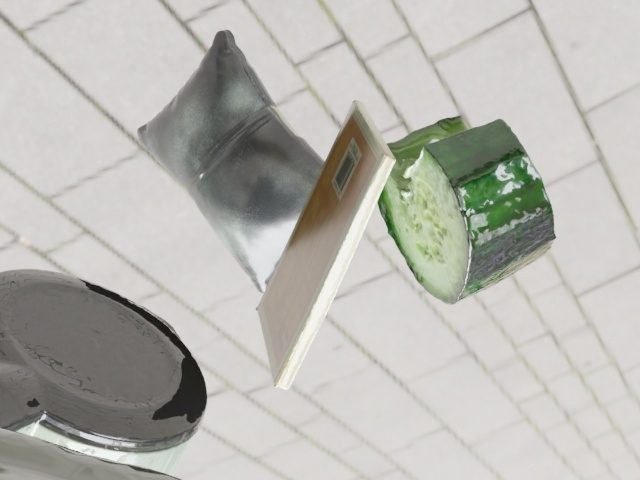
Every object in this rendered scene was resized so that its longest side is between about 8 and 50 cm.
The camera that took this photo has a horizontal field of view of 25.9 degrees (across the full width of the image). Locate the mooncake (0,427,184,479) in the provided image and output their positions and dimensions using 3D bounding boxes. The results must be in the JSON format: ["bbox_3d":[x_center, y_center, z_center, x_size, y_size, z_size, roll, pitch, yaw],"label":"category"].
[{"bbox_3d":[-0.140,0.224,0.399,0.194,0.356,0.356,19,137,-15],"label":"mooncake"}]

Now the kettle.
[{"bbox_3d":[-0.297,0.239,1.153,0.377,0.250,0.361,-59,162,22],"label":"kettle"}]

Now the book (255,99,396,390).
[{"bbox_3d":[0.001,0.000,1.307,0.018,0.170,0.242,20,109,-16],"label":"book"}]

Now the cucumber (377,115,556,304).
[{"bbox_3d":[0.148,-0.034,1.417,0.130,0.191,0.191,-30,152,-13],"label":"cucumber"}]

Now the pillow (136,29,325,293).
[{"bbox_3d":[-0.085,-0.082,1.539,0.186,0.250,0.106,-46,167,34],"label":"pillow"}]
